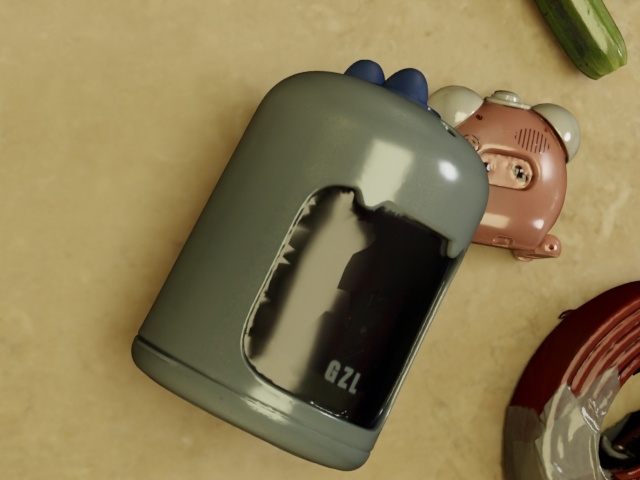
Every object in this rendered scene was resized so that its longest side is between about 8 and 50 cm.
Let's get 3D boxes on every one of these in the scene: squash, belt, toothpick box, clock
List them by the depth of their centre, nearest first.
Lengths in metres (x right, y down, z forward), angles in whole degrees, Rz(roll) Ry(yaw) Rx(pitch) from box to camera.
[{"bbox_3d":[0.000,0.000,1.479,0.263,0.263,0.355,27,88,-13],"label":"toothpick box"},{"bbox_3d":[0.175,-0.069,1.604,0.166,0.093,0.162,9,84,-14],"label":"clock"},{"bbox_3d":[0.322,0.165,1.630,0.324,0.115,0.227,-33,95,-15],"label":"belt"},{"bbox_3d":[0.237,-0.266,1.635,0.066,0.066,0.229,-31,97,-13],"label":"squash"}]
